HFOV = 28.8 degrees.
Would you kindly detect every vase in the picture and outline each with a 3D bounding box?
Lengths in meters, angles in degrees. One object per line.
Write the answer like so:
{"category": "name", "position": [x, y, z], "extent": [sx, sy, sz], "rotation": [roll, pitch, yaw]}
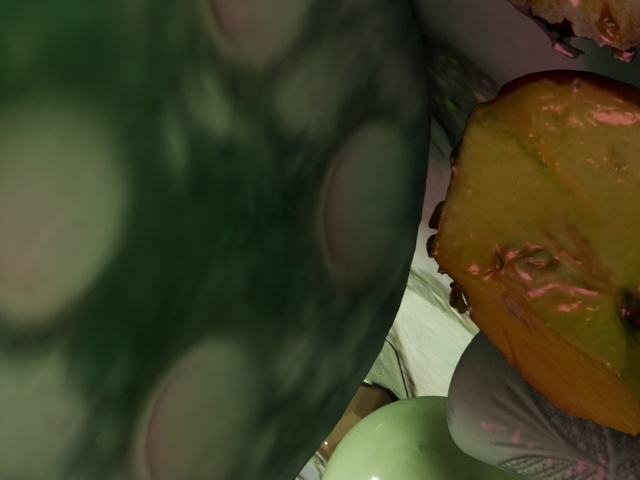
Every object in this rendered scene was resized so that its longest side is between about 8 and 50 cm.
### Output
{"category": "vase", "position": [0.172, 0.114, 0.641], "extent": [0.219, 0.096, 0.096], "rotation": [27, 153, 49]}

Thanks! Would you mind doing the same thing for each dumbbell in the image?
{"category": "dumbbell", "position": [0.080, 0.239, 1.209], "extent": [0.231, 0.082, 0.092], "rotation": [53, 163, -19]}

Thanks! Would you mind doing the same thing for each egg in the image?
{"category": "egg", "position": [0.089, 0.217, 0.932], "extent": [0.186, 0.186, 0.253], "rotation": [36, 161, 40]}

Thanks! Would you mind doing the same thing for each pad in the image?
{"category": "pad", "position": [-0.012, 0.062, 1.190], "extent": [0.265, 0.009, 0.159], "rotation": [40, 162, 30]}

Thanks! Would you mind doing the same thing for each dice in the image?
{"category": "dice", "position": [-0.168, -0.040, 0.607], "extent": [0.330, 0.348, 0.328], "rotation": [13, 144, 36]}

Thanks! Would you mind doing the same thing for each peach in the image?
{"category": "peach", "position": [0.113, 0.008, 0.493], "extent": [0.151, 0.118, 0.151], "rotation": [9, 103, 46]}

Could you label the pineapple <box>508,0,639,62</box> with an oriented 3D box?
{"category": "pineapple", "position": [0.072, -0.147, 0.370], "extent": [0.221, 0.047, 0.221], "rotation": [39, 161, 17]}
